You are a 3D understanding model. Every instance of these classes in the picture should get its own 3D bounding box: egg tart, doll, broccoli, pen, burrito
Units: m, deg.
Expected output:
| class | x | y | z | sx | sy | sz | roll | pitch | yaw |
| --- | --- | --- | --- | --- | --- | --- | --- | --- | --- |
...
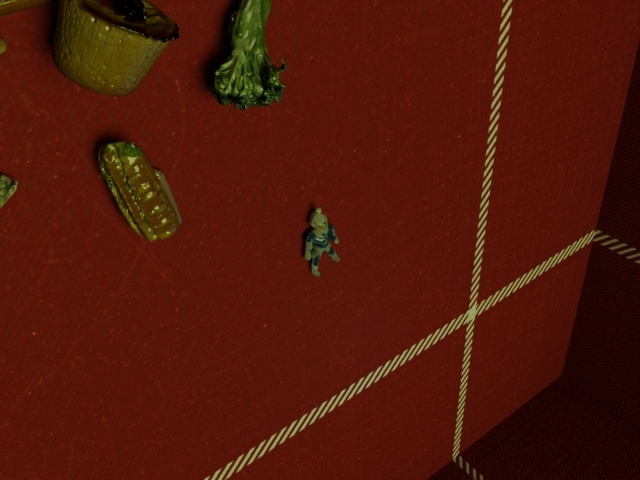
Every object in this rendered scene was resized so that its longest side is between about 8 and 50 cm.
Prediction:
| class | x | y | z | sx | sy | sz | roll | pitch | yaw |
| --- | --- | --- | --- | --- | --- | --- | --- | --- | --- |
| egg tart | -0.369 | -0.363 | 1.244 | 0.215 | 0.215 | 0.171 | 3 | 129 | -44 |
| doll | 0.000 | 0.000 | 1.943 | 0.114 | 0.057 | 0.227 | -31 | 136 | -19 |
| broccoli | -0.143 | -0.426 | 1.474 | 0.164 | 0.145 | 0.304 | 6 | 106 | -4 |
| pen | -0.356 | -0.105 | 1.551 | 0.053 | 0.032 | 0.197 | -35 | 138 | -20 |
| burrito | -0.626 | -0.061 | 1.315 | 0.149 | 0.041 | 0.055 | -50 | 138 | -3 |

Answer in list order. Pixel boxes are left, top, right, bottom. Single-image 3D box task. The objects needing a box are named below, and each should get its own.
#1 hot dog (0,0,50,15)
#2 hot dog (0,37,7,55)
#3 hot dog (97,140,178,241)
| class | x | y | z | sx | sy | sz | roll | pitch | yaw |
| --- | --- | --- | --- | --- | --- | --- | --- | --- | --- |
| hot dog | -0.539 | -0.405 | 1.147 | 0.235 | 0.062 | 0.092 | -29 | 137 | -25 |
| hot dog | -0.607 | -0.286 | 1.100 | 0.249 | 0.100 | 0.068 | -43 | 115 | -50 |
| hot dog | -0.386 | -0.100 | 1.477 | 0.269 | 0.115 | 0.072 | 68 | 32 | -43 |
